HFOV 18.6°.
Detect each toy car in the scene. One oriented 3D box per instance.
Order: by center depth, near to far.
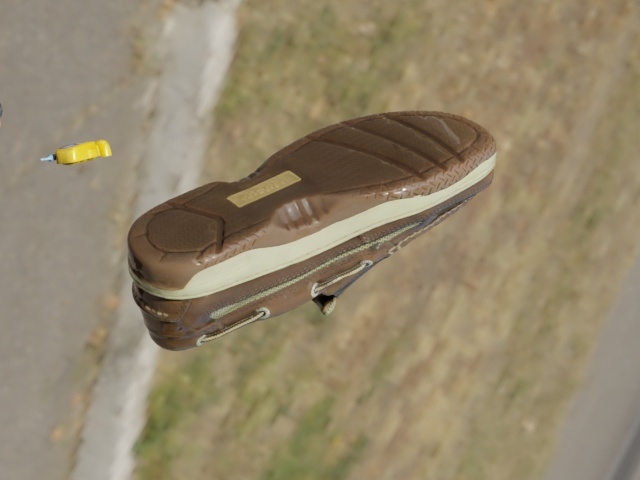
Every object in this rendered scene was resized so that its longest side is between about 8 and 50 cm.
[{"bbox_3d":[-0.176,-0.079,1.089,0.040,0.122,0.060,-19,117,-57],"label":"toy car"}]

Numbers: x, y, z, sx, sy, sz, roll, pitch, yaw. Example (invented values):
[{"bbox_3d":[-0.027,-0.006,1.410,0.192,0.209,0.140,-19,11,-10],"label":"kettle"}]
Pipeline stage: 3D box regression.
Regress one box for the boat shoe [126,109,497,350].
[{"bbox_3d":[-0.004,-0.004,1.221,0.257,0.095,0.095,-19,130,-23],"label":"boat shoe"}]
